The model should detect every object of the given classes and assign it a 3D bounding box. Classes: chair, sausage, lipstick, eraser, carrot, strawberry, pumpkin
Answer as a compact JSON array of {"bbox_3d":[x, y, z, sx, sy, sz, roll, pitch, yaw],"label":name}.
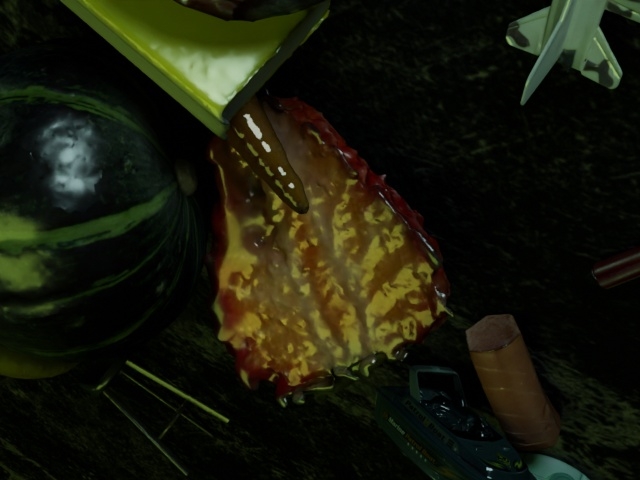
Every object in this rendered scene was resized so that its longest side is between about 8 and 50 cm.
[{"bbox_3d":[-0.247,0.237,1.330,0.221,0.104,0.095,34,115,-1],"label":"chair"},{"bbox_3d":[0.203,0.157,0.921,0.065,0.065,0.169,-3,125,40],"label":"sausage"},{"bbox_3d":[0.300,0.001,0.724,0.027,0.027,0.176,48,139,-10],"label":"lipstick"},{"bbox_3d":[-0.115,-0.218,0.733,0.226,0.158,0.069,40,173,-2],"label":"eraser"},{"bbox_3d":[-0.103,-0.164,0.794,0.069,0.069,0.336,-35,82,50],"label":"carrot"},{"bbox_3d":[-0.006,0.016,0.885,0.280,0.150,0.253,48,118,11],"label":"strawberry"},{"bbox_3d":[-0.238,-0.040,0.876,0.241,0.323,0.323,-3,128,12],"label":"pumpkin"}]

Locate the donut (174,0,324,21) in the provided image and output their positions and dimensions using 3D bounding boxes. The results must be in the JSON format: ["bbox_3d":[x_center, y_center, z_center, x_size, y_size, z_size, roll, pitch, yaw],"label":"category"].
[{"bbox_3d":[-0.047,-0.272,0.628,0.230,0.096,0.216,-30,121,12],"label":"donut"}]

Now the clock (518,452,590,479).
[{"bbox_3d":[0.258,0.313,1.019,0.210,0.066,0.159,10,133,31],"label":"clock"}]

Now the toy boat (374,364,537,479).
[{"bbox_3d":[0.147,0.212,0.923,0.246,0.092,0.103,36,113,57],"label":"toy boat"}]

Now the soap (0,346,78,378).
[{"bbox_3d":[-0.403,0.033,1.081,0.306,0.427,0.115,39,97,-14],"label":"soap"}]

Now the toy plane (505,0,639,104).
[{"bbox_3d":[0.188,-0.202,0.589,0.160,0.082,0.234,32,127,25],"label":"toy plane"}]
